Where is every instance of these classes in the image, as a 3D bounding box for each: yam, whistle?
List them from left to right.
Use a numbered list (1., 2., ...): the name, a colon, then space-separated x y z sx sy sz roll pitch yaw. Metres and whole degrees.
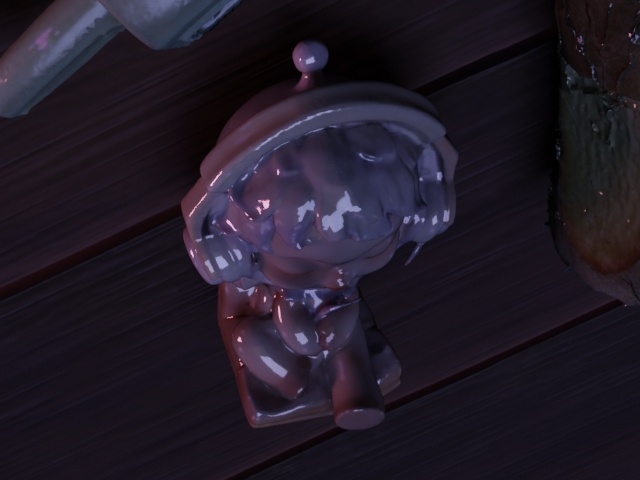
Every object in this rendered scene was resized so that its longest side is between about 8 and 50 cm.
1. whistle: -0.069 -0.148 0.711 0.253 0.105 0.102 -41 152 15
2. yam: 0.207 -0.087 0.853 0.154 0.154 0.254 -14 134 -7

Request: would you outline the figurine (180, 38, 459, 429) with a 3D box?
1. figurine: -0.001 -0.003 0.859 0.163 0.141 0.236 -9 137 -19
